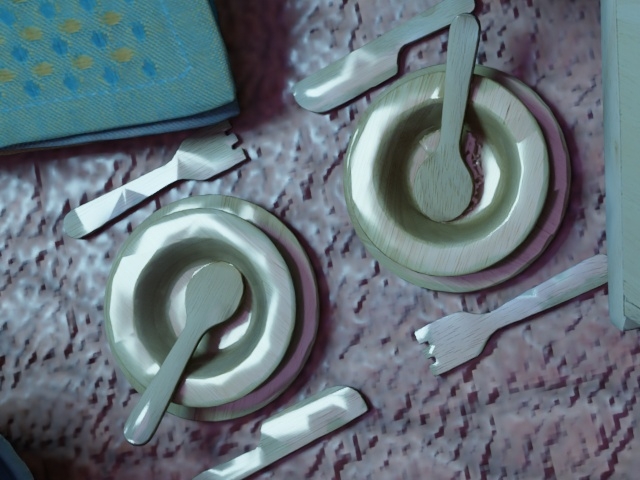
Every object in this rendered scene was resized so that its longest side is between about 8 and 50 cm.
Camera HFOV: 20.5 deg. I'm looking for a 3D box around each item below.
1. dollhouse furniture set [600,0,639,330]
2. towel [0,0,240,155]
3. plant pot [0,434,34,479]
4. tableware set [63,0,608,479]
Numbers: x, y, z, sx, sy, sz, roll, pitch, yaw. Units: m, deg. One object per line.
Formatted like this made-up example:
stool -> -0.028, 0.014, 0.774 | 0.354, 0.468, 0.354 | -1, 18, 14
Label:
dollhouse furniture set -> 0.274, 0.012, 0.573 | 0.303, 0.198, 0.286 | -9, 108, -16
towel -> -0.235, -0.141, 0.645 | 0.370, 0.040, 0.271 | -9, 117, 9
plant pot -> -0.266, 0.144, 0.611 | 0.196, 0.293, 0.293 | 26, 94, 28
tableware set -> 0.000, 0.000, 0.657 | 0.194, 0.039, 0.128 | -29, 80, 12
